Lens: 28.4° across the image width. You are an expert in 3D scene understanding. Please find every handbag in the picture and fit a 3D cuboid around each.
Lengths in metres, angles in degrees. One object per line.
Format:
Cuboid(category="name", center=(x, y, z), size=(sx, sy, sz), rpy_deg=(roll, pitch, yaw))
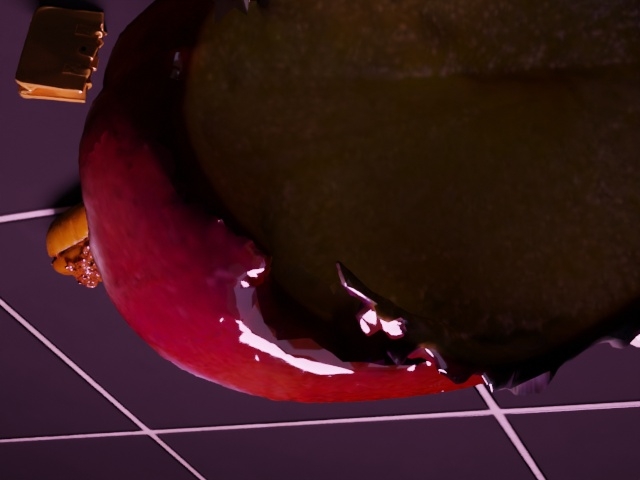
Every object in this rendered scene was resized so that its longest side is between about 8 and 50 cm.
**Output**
Cuboid(category="handbag", center=(-0.210, -0.150, 1.028), size=(0.061, 0.083, 0.027), rpy_deg=(6, 148, 1))

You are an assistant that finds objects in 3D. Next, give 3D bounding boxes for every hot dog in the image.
Cuboid(category="hot dog", center=(-0.189, -0.011, 1.242), size=(0.102, 0.076, 0.249), rpy_deg=(29, 142, -33))

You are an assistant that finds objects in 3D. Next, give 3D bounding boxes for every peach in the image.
Cuboid(category="peach", center=(0.057, -0.057, 0.889), size=(0.416, 0.339, 0.353), rpy_deg=(-2, 178, 15))

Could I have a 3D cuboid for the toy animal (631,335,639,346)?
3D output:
Cuboid(category="toy animal", center=(0.386, -0.005, 1.044), size=(0.308, 0.266, 0.188), rpy_deg=(-51, 141, 7))
